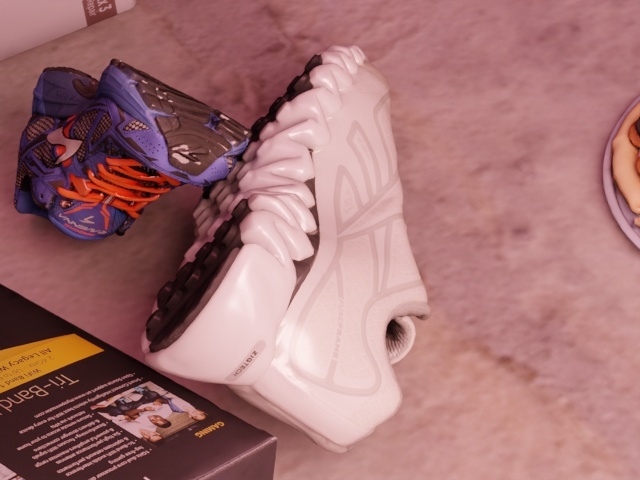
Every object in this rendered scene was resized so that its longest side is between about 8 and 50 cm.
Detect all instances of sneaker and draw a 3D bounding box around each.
[{"bbox_3d":[0.000,0.000,0.943,0.118,0.110,0.292,36,32,-11],"label":"sneaker"},{"bbox_3d":[-0.103,-0.039,0.976,0.221,0.083,0.087,6,74,67],"label":"sneaker"}]

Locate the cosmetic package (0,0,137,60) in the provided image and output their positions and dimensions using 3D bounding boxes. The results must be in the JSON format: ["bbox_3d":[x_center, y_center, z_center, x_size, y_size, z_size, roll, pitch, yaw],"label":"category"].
[{"bbox_3d":[-0.254,-0.316,1.142,0.156,0.217,0.385,-21,68,-8],"label":"cosmetic package"}]

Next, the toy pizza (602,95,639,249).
[{"bbox_3d":[0.246,-0.046,0.966,0.201,0.032,0.201,-7,44,7],"label":"toy pizza"}]

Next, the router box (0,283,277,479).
[{"bbox_3d":[-0.209,0.119,0.798,0.243,0.081,0.309,26,32,34],"label":"router box"}]
